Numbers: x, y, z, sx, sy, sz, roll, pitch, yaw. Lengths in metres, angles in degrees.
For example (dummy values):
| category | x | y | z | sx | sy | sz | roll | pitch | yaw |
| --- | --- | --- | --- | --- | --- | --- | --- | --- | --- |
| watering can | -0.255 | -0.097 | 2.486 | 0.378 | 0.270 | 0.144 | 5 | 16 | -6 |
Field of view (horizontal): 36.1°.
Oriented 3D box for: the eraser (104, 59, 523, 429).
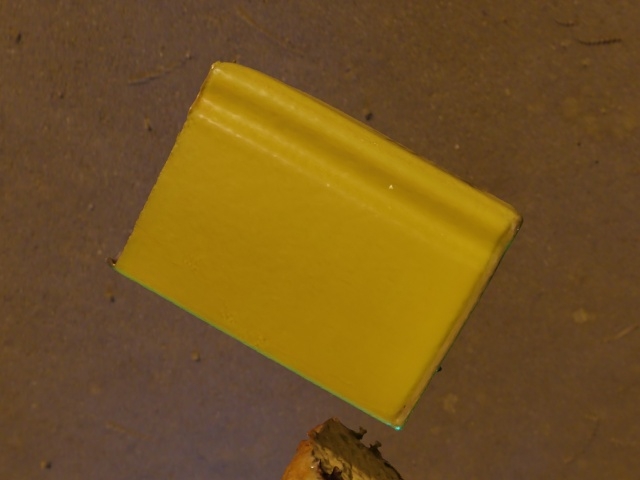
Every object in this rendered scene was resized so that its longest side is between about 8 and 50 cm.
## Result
| category | x | y | z | sx | sy | sz | roll | pitch | yaw |
| --- | --- | --- | --- | --- | --- | --- | --- | --- | --- |
| eraser | 0.000 | 0.000 | 0.632 | 0.226 | 0.069 | 0.158 | 30 | 99 | 3 |

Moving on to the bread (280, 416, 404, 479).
| category | x | y | z | sx | sy | sz | roll | pitch | yaw |
| --- | --- | --- | --- | --- | --- | --- | --- | --- | --- |
| bread | 0.046 | 0.307 | 0.931 | 0.147 | 0.160 | 0.260 | -44 | 84 | 15 |
